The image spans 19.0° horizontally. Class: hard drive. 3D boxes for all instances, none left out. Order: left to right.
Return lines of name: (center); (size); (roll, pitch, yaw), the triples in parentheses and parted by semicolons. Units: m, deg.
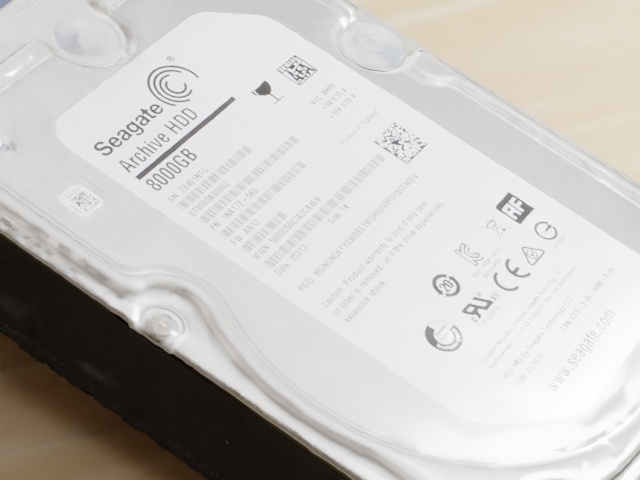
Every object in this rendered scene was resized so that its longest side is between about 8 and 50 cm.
hard drive: (0.000, 0.000, 0.812); (0.339, 0.064, 0.237); (34, 46, 13)

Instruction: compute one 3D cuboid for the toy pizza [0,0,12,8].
toy pizza: (-0.144, -0.056, 0.898); (0.201, 0.032, 0.201); (5, 43, -5)
